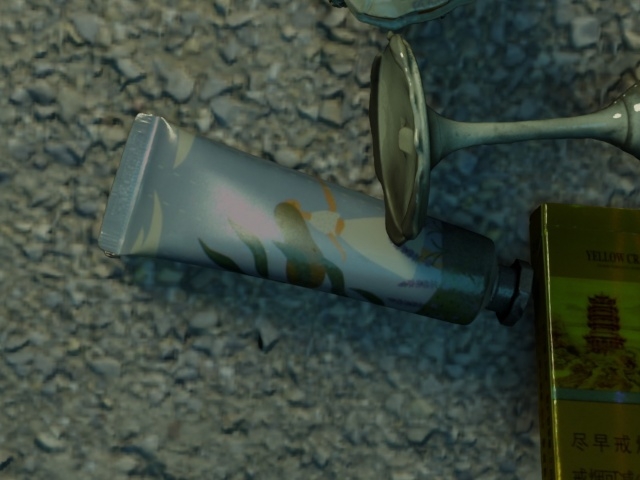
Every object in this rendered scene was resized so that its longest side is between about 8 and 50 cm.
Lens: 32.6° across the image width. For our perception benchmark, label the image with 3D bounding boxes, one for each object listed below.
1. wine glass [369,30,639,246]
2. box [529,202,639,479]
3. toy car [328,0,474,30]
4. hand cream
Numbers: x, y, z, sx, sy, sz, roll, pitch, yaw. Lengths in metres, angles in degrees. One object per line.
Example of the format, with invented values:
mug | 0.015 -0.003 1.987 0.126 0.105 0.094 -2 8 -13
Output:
wine glass | 0.149 -0.064 0.610 0.232 0.156 0.156 -5 101 -7
box | 0.190 0.074 0.655 0.121 0.030 0.193 5 69 -8
toy car | 0.026 -0.215 0.596 0.095 0.056 0.204 -20 88 -2
hand cream | 0.000 0.000 0.658 0.256 0.055 0.088 16 94 -4
